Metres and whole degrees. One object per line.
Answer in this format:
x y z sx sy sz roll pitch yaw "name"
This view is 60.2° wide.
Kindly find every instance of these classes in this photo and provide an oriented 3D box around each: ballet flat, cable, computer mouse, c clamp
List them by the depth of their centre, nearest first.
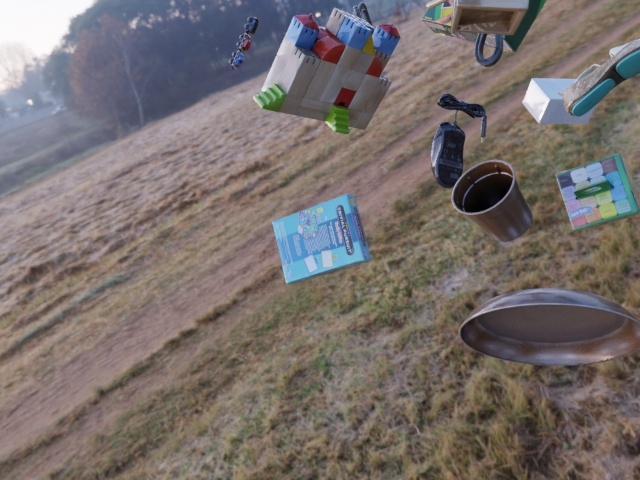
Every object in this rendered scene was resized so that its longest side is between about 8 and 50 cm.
0.545 -0.322 1.038 0.206 0.073 0.067 -37 48 27 "ballet flat"
0.414 -0.568 1.327 0.139 0.287 0.072 -14 0 29 "cable"
0.392 -0.275 1.581 0.184 0.262 0.060 3 0 -27 "computer mouse"
0.137 -0.675 1.742 0.022 0.161 0.137 -7 49 26 "c clamp"

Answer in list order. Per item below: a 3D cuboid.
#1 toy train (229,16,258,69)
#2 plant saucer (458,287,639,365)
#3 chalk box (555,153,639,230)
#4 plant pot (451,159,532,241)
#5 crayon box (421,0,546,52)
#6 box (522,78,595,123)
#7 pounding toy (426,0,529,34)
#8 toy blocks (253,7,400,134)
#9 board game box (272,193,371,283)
-0.207 -0.537 1.508 0.036 0.158 0.027 20 -5 23 "toy train"
0.408 0.156 0.992 0.310 0.310 0.050 -10 57 30 "plant saucer"
0.814 -0.135 1.611 0.180 0.179 0.289 -19 -8 34 "chalk box"
0.450 -0.091 1.409 0.167 0.165 0.167 -28 41 28 "plant pot"
0.567 -0.823 1.839 0.363 0.106 0.313 36 100 43 "crayon box"
0.753 -0.439 1.740 0.170 0.091 0.130 -2 45 -10 "box"
0.292 -0.469 1.023 0.181 0.094 0.206 6 0 8 "pounding toy"
0.043 -0.422 1.328 0.381 0.261 0.191 1 40 -41 "toy blocks"
0.000 0.000 2.084 0.336 0.254 0.079 -18 -11 25 "board game box"
